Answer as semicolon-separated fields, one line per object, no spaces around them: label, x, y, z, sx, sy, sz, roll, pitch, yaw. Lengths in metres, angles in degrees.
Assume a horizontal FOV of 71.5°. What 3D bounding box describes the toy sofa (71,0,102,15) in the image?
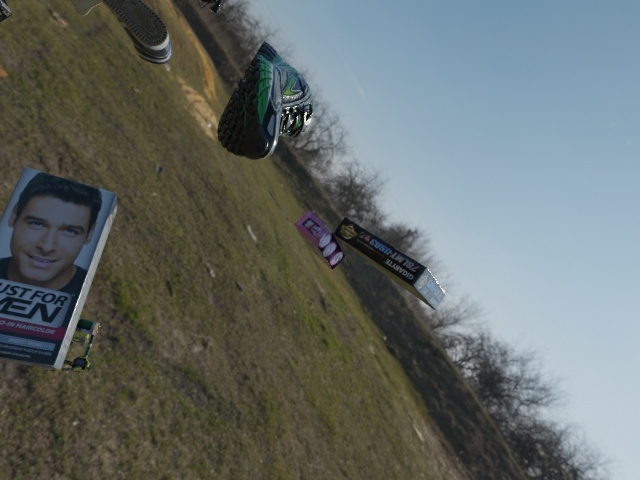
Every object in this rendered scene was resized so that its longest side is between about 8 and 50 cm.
toy sofa;-0.670;-0.873;1.400;0.177;0.362;0.150;58;30;-47

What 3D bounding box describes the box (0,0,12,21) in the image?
box;-0.596;-0.404;0.765;0.052;0.083;0.062;59;0;16

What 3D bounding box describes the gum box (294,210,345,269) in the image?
gum box;0.000;0.000;1.326;0.107;0.062;0.188;42;-9;30

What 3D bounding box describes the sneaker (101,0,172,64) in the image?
sneaker;-0.490;-0.587;1.153;0.282;0.099;0.153;53;-10;-2

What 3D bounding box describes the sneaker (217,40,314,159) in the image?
sneaker;-0.071;-0.231;0.749;0.146;0.134;0.344;29;33;-17

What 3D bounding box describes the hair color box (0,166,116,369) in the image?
hair color box;-0.573;0.057;0.916;0.113;0.185;0.375;141;-38;-60

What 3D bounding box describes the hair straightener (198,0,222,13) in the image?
hair straightener;-0.235;-0.545;0.966;0.047;0.089;0.230;11;15;-46

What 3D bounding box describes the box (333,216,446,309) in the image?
box;0.214;0.071;1.333;0.293;0.073;0.295;34;-2;32

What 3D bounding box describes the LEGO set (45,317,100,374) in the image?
LEGO set;-1.030;0.386;1.738;0.331;0.255;0.192;28;-20;-15
